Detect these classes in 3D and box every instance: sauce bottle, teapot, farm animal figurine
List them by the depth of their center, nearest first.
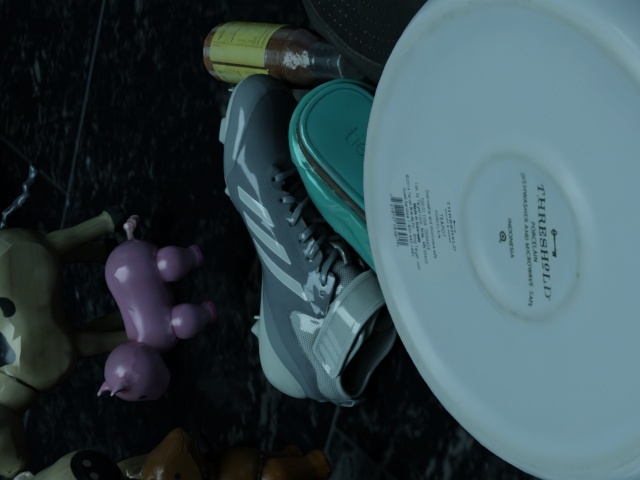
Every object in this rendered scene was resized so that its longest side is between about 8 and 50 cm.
[{"bbox_3d":[0.155,-0.016,0.756,0.252,0.187,0.256,56,140,26],"label":"teapot"},{"bbox_3d":[-0.021,-0.113,1.065,0.128,0.042,0.042,14,107,47],"label":"sauce bottle"},{"bbox_3d":[-0.145,0.165,1.120,0.330,0.172,0.327,43,139,43],"label":"farm animal figurine"}]

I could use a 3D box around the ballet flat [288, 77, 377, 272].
[{"bbox_3d":[0.076,0.014,0.934,0.247,0.083,0.087,50,178,9],"label":"ballet flat"}]

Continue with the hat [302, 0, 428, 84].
[{"bbox_3d":[0.047,-0.249,0.867,0.331,0.134,0.331,45,152,33],"label":"hat"}]

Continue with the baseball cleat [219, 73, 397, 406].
[{"bbox_3d":[0.000,0.000,1.042,0.109,0.072,0.206,8,115,43],"label":"baseball cleat"}]
